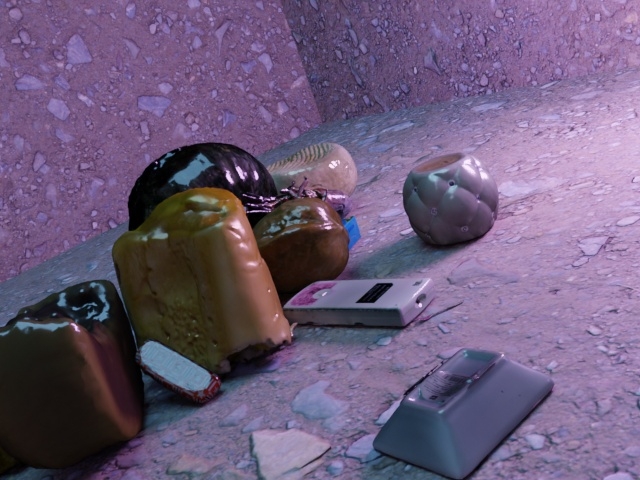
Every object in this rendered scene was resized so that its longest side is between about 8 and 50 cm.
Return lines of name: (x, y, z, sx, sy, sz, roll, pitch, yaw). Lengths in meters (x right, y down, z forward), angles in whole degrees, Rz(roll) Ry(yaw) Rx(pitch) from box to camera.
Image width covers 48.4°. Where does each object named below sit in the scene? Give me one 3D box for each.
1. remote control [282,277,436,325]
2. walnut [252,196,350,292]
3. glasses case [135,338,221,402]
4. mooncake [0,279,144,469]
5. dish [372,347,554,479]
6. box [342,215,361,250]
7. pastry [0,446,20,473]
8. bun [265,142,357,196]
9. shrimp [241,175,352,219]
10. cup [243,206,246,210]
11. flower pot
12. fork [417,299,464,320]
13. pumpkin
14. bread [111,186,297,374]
remote control: (0.076, 0.135, 1.563, 0.344, 0.050, 0.145, -5, 22, 42)
walnut: (-0.063, 0.019, 1.781, 0.283, 0.227, 0.283, -13, -22, -5)
glasses case: (-0.291, 0.268, 1.443, 0.195, 0.049, 0.073, 25, 62, 22)
mooncake: (-0.496, 0.223, 1.335, 0.246, 0.394, 0.393, -24, 57, -5)
dish: (0.205, 0.233, 1.062, 0.243, 0.080, 0.182, -32, 21, -34)
box: (0.001, 0.001, 2.032, 0.194, 0.073, 0.139, -11, 19, 27)
pastry: (-0.680, 0.392, 1.462, 0.235, 0.132, 0.240, -10, 20, 33)
bun: (-0.041, -0.179, 2.380, 0.353, 0.227, 0.349, -19, 17, 13)
shrimp: (-0.057, -0.097, 1.920, 0.343, 0.116, 0.145, 2, -14, -35)
cup: (-0.248, 0.035, 1.757, 0.134, 0.235, 0.148, -10, 7, -42)
flower pot: (0.326, -0.107, 1.795, 0.246, 0.195, 0.246, -19, 17, 6)
fork: (0.238, 0.142, 1.430, 0.115, 0.012, 0.016, -19, 20, -14)
pumpkin: (-0.324, -0.057, 2.005, 0.455, 0.454, 0.344, -27, 54, -24)
bread: (-0.250, 0.082, 1.573, 0.361, 0.393, 0.250, -15, 1, 26)
